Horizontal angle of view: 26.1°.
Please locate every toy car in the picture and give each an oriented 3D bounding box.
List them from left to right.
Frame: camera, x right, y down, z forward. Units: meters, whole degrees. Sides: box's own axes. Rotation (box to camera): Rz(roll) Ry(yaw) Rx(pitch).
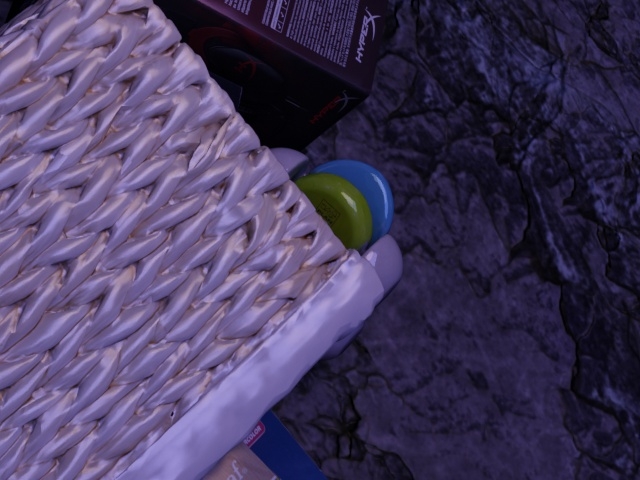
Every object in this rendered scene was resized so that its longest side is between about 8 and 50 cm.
[{"bbox_3d":[0.000,0.000,1.199,0.159,0.182,0.136,43,45,9],"label":"toy car"}]

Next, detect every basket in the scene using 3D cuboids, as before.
[{"bbox_3d":[-0.209,0.042,0.866,0.331,0.328,0.266,-44,107,-24],"label":"basket"}]

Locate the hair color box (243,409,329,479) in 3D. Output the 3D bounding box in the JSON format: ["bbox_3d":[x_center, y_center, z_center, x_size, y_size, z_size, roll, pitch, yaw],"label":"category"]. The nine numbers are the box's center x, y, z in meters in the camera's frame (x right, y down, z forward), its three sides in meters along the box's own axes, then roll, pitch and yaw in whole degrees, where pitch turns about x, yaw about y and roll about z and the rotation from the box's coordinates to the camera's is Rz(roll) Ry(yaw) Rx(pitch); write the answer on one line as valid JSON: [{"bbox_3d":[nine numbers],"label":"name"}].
[{"bbox_3d":[-0.025,0.278,1.049,0.347,0.174,0.105,51,50,-4],"label":"hair color box"}]

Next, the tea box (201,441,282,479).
[{"bbox_3d":[-0.080,0.343,0.880,0.323,0.329,0.220,47,51,-5],"label":"tea box"}]

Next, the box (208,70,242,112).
[{"bbox_3d":[-0.173,-0.090,1.134,0.156,0.158,0.093,25,57,-23],"label":"box"}]

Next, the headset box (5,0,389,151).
[{"bbox_3d":[-0.126,-0.180,1.172,0.293,0.218,0.110,26,56,-23],"label":"headset box"}]
